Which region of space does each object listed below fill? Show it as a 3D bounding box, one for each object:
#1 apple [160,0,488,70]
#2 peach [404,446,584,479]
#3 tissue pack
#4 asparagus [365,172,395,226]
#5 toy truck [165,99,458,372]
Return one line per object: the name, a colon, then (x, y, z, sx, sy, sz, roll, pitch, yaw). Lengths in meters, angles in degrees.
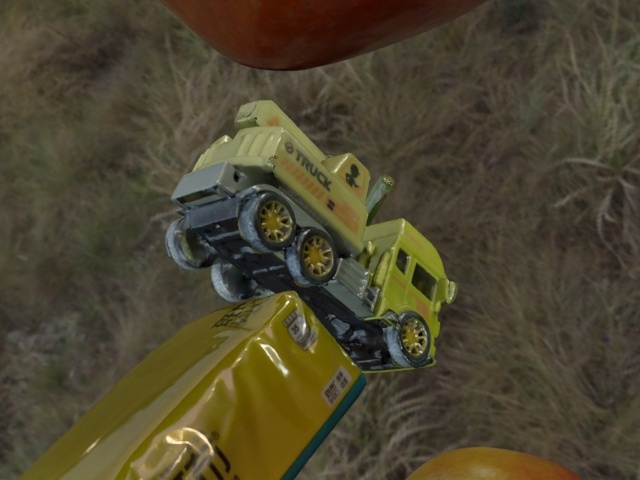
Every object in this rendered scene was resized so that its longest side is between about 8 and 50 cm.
apple: (0.018, -0.184, 0.404, 0.234, 0.234, 0.234, -21, 56, 33)
peach: (0.183, 0.366, 1.015, 0.307, 0.308, 0.332, -16, 29, 36)
tissue pack: (-0.073, 0.107, 0.507, 0.120, 0.082, 0.169, -22, 18, 48)
asparagus: (0.026, 0.023, 1.214, 0.025, 0.024, 0.249, 47, 122, 33)
toy truck: (0.000, 0.000, 0.874, 0.124, 0.272, 0.157, -13, 47, 45)
